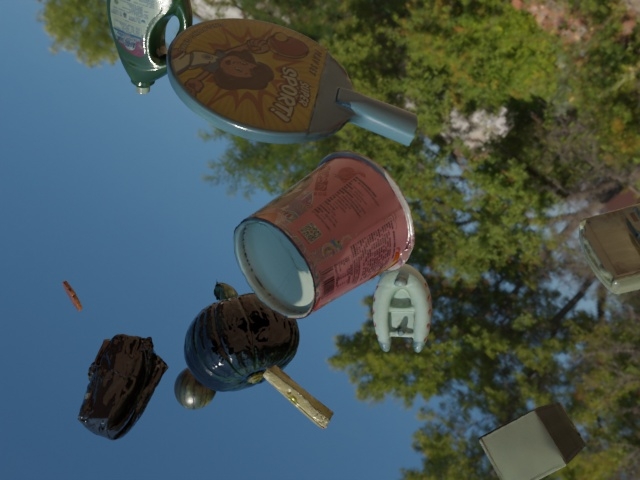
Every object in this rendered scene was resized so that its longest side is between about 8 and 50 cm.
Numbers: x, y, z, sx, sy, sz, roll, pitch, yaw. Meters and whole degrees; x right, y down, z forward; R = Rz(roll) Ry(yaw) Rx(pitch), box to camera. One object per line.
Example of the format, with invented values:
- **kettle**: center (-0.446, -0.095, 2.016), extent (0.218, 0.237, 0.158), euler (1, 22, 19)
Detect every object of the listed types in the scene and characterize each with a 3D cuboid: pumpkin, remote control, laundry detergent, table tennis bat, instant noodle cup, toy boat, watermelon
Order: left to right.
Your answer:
- **laundry detergent**: center (-0.266, -0.322, 1.091), extent (0.137, 0.210, 0.063), euler (17, -141, 7)
- **watermelon**: center (-0.304, 0.348, 1.720), extent (0.105, 0.133, 0.105), euler (10, -175, -1)
- **pumpkin**: center (-0.178, 0.187, 1.484), extent (0.248, 0.248, 0.248), euler (35, -162, -13)
- **table tennis bat**: center (-0.033, -0.194, 0.897), extent (0.329, 0.044, 0.215), euler (18, -131, -6)
- **instant noodle cup**: center (0.000, 0.000, 1.204), extent (0.243, 0.243, 0.231), euler (44, -128, 17)
- **toy boat**: center (0.184, 0.155, 1.585), extent (0.134, 0.207, 0.079), euler (3, -172, 10)
- **remote control**: center (0.470, -0.013, 0.855), extent (0.123, 0.286, 0.038), euler (-101, -8, -47)

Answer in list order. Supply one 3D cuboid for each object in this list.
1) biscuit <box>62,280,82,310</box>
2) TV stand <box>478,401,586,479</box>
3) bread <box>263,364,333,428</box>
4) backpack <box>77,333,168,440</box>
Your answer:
- **biscuit**: center (-0.650, 0.143, 1.840), extent (0.015, 0.078, 0.091), euler (-31, -97, -26)
- **TV stand**: center (0.311, 0.289, 1.006), extent (0.082, 0.088, 0.269), euler (62, -163, 22)
- **bread**: center (-0.041, 0.286, 1.294), extent (0.154, 0.028, 0.068), euler (39, -178, 8)
- **backpack**: center (-0.334, 0.239, 1.154), extent (0.106, 0.165, 0.120), euler (19, 150, 13)
